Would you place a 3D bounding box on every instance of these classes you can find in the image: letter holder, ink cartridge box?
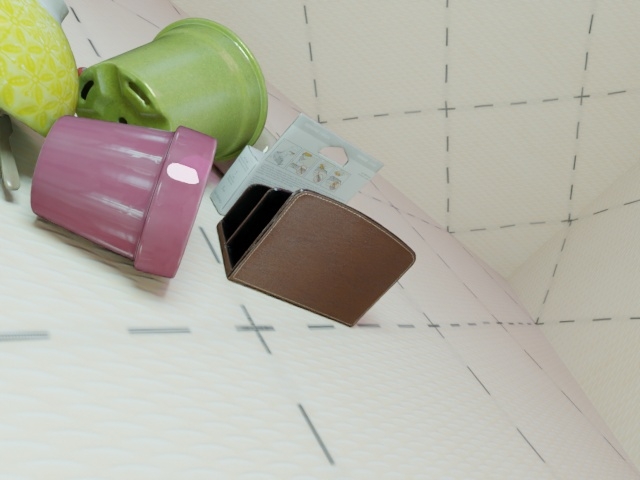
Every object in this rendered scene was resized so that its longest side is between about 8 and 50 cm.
[{"bbox_3d":[0.000,0.000,0.862,0.302,0.214,0.152,27,24,-35],"label":"letter holder"},{"bbox_3d":[-0.041,-0.131,0.994,0.296,0.261,0.066,18,31,-50],"label":"ink cartridge box"}]

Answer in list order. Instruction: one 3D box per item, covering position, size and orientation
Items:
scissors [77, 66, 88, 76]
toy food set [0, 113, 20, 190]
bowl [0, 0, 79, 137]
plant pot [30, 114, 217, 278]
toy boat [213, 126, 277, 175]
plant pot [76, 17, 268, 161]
[{"bbox_3d":[-0.393,-0.275,0.993,0.297,0.021,0.109,42,19,1],"label":"scissors"},{"bbox_3d":[-0.440,-0.104,0.500,0.192,0.038,0.132,4,59,-55],"label":"toy food set"},{"bbox_3d":[-0.409,-0.268,0.567,0.289,0.156,0.289,33,-10,6],"label":"bowl"},{"bbox_3d":[-0.249,-0.067,0.596,0.180,0.201,0.201,17,27,-19],"label":"plant pot"},{"bbox_3d":[-0.203,-0.226,1.124,0.231,0.151,0.151,46,-11,11],"label":"toy boat"},{"bbox_3d":[-0.270,-0.233,0.816,0.276,0.276,0.254,41,34,-4],"label":"plant pot"}]
